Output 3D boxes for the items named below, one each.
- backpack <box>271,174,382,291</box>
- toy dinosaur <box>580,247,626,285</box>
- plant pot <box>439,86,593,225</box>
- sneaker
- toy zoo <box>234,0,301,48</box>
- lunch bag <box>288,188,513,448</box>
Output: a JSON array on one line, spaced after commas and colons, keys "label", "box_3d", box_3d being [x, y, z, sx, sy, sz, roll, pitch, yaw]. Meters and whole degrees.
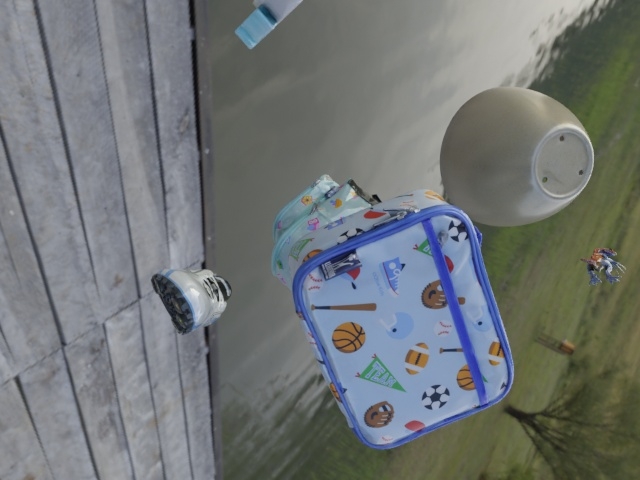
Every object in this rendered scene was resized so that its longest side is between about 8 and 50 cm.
[{"label": "backpack", "box_3d": [0.000, 0.000, 0.929, 0.188, 0.144, 0.166, -48, 165, -26]}, {"label": "toy dinosaur", "box_3d": [0.383, 0.026, 0.778, 0.090, 0.047, 0.082, 55, 32, -30]}, {"label": "plant pot", "box_3d": [0.401, -0.152, 1.100, 0.284, 0.191, 0.284, -4, 103, -18]}, {"label": "sneaker", "box_3d": [-0.155, 0.067, 0.718, 0.086, 0.085, 0.237, -28, 179, -12]}, {"label": "toy zoo", "box_3d": [0.038, -0.273, 0.481, 0.293, 0.030, 0.192, -41, -161, 8]}, {"label": "lunch bag", "box_3d": [0.105, 0.093, 0.711, 0.243, 0.115, 0.303, -21, 111, 0]}]
